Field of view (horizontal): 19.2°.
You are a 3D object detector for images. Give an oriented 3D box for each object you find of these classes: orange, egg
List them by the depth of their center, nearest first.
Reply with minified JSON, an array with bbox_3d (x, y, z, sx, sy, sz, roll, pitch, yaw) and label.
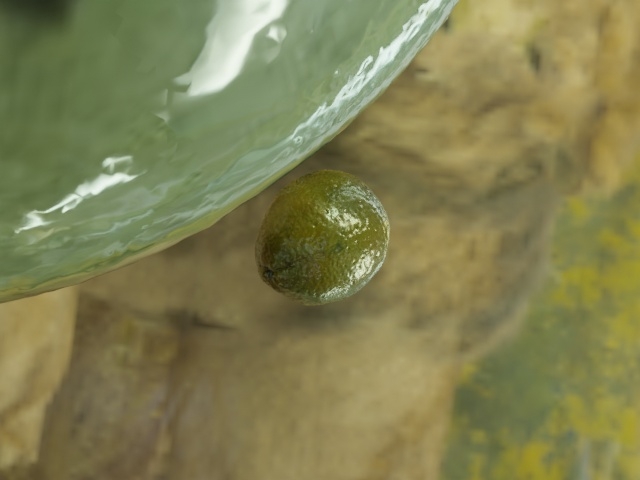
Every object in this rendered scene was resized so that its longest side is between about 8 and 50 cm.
[{"bbox_3d":[-0.119,-0.154,0.671,0.345,0.428,0.345,163,-90,-79],"label":"egg"},{"bbox_3d":[0.000,0.000,1.244,0.095,0.085,0.085,-38,139,-32],"label":"orange"}]
